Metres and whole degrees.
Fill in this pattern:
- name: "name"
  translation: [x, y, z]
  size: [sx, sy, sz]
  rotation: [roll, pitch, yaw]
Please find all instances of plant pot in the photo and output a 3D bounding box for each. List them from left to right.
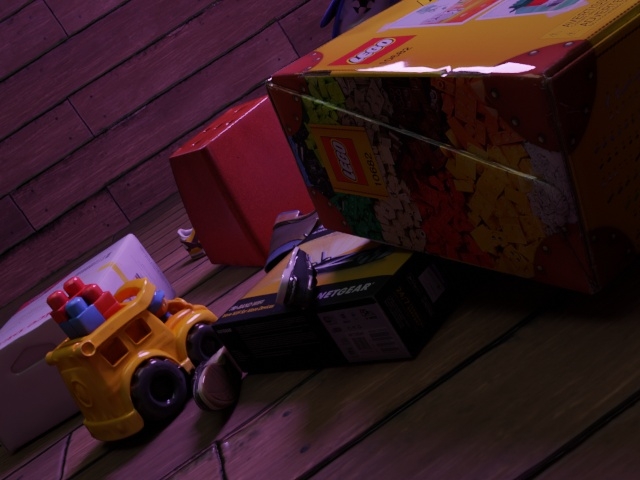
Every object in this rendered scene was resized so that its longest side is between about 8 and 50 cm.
- name: "plant pot"
  translation: [-0.135, -0.125, 1.573]
  size: [0.267, 0.236, 0.267]
  rotation: [-43, 20, -24]

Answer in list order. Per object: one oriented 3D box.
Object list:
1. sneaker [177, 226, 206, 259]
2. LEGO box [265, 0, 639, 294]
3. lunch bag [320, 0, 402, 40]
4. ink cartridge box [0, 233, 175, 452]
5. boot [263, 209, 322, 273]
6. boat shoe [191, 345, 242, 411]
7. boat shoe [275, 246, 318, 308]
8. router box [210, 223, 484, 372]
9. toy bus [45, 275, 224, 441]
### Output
- name: "sneaker"
  translation: [-0.244, -0.028, 1.856]
  size: [0.185, 0.084, 0.069]
  rotation: [-28, 14, 20]
- name: "LEGO box"
  translation: [0.258, -0.191, 0.846]
  size: [0.500, 0.193, 0.372]
  rotation: [-35, 28, -25]
- name: "lunch bag"
  translation: [0.136, -0.421, 1.646]
  size: [0.238, 0.386, 0.328]
  rotation: [6, 27, 11]
- name: "ink cartridge box"
  translation: [-0.435, 0.167, 1.447]
  size: [0.279, 0.160, 0.385]
  rotation: [-32, 14, 6]
- name: "boot"
  translation: [0.000, 0.000, 1.292]
  size: [0.219, 0.082, 0.106]
  rotation: [-14, 44, 42]
- name: "boat shoe"
  translation: [-0.130, 0.174, 0.978]
  size: [0.049, 0.056, 0.152]
  rotation: [-36, 3, 10]
- name: "boat shoe"
  translation: [-0.021, 0.040, 0.873]
  size: [0.125, 0.038, 0.046]
  rotation: [-75, 2, -77]
- name: "router box"
  translation: [0.046, 0.044, 0.962]
  size: [0.308, 0.081, 0.243]
  rotation: [-16, 21, 50]
- name: "toy bus"
  translation: [-0.255, 0.125, 1.089]
  size: [0.149, 0.211, 0.220]
  rotation: [-20, 17, 47]
